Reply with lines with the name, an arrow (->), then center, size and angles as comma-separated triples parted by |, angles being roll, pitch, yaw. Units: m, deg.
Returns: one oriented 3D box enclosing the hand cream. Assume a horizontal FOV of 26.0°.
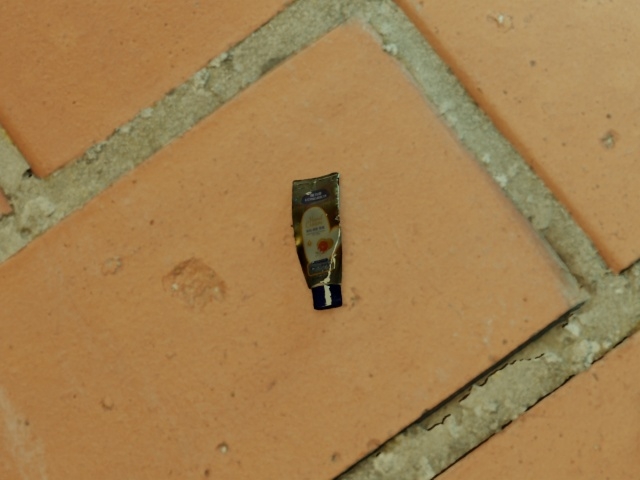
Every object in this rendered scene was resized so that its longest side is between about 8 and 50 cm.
hand cream -> 0.000, 0.000, 1.621 | 0.062, 0.039, 0.163 | -13, 75, 22
